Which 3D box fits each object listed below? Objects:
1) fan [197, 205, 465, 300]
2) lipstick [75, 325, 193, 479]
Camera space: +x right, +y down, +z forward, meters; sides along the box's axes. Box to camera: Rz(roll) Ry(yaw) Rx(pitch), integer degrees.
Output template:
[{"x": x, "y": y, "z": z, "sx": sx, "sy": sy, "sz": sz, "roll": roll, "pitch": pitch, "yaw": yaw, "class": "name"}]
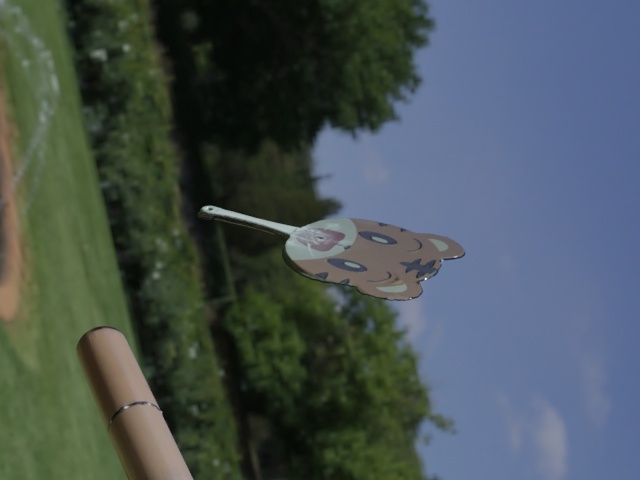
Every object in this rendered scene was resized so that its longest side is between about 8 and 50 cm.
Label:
[{"x": 0.000, "y": 0.000, "z": 1.306, "sx": 0.152, "sy": 0.227, "sz": 0.008, "roll": -40, "pitch": 141, "yaw": -59, "class": "fan"}, {"x": -0.057, "y": 0.058, "z": 0.481, "sx": 0.094, "sy": 0.019, "sz": 0.019, "roll": -126, "pitch": -158, "yaw": -54, "class": "lipstick"}]
